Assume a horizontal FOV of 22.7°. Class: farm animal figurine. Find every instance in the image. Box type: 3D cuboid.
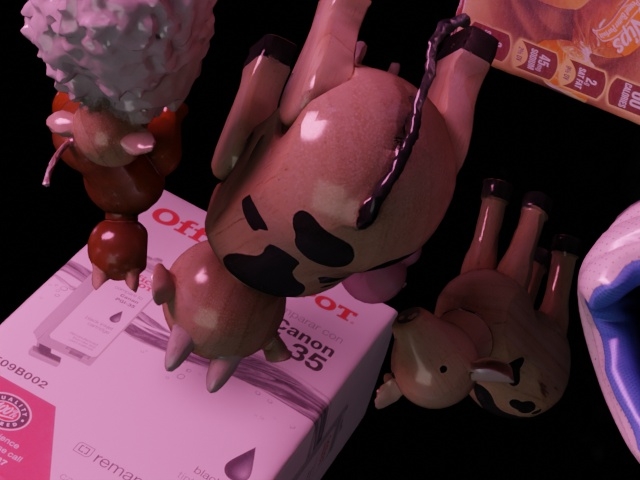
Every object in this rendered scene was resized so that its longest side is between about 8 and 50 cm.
[{"bbox_3d":[0.000,0.000,0.833,0.330,0.172,0.327,18,157,-2],"label":"farm animal figurine"}]

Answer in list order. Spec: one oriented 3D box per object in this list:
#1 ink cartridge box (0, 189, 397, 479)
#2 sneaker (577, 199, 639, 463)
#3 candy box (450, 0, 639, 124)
[{"bbox_3d":[-0.107,0.113,1.023,0.207,0.283,0.117,27,132,12],"label":"ink cartridge box"},{"bbox_3d":[0.244,0.112,0.748,0.130,0.236,0.322,-45,70,44],"label":"sneaker"},{"bbox_3d":[0.233,-0.123,0.734,0.316,0.087,0.183,24,135,15],"label":"candy box"}]
